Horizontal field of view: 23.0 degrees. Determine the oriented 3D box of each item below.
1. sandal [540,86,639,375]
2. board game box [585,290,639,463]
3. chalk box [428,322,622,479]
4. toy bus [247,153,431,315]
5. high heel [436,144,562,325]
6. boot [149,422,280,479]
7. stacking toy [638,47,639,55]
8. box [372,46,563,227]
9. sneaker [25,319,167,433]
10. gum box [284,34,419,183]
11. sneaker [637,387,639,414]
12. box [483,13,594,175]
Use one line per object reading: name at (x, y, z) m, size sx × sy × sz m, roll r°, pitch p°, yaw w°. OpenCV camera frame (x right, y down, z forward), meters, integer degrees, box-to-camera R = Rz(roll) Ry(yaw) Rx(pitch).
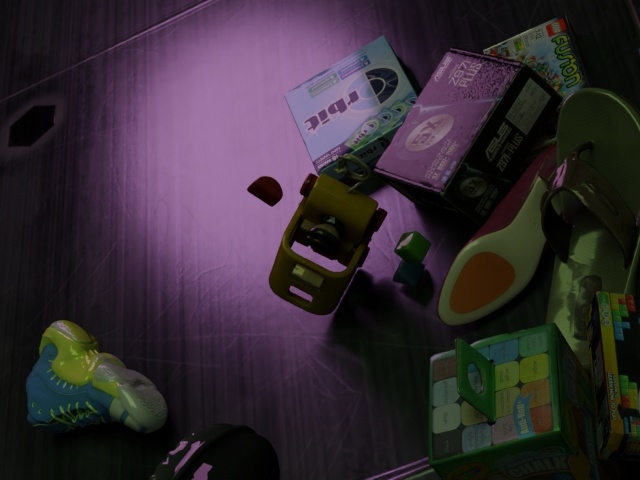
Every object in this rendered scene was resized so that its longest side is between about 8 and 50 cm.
sandal at (0.276, -0.016, 1.599) m, size 0.120 × 0.086 × 0.303 m, roll -7°, pitch 71°, yaw 40°
board game box at (0.327, 0.132, 1.470) m, size 0.141 × 0.048 × 0.170 m, roll 6°, pitch 47°, yaw -3°
chalk box at (0.183, 0.171, 1.458) m, size 0.132 × 0.213 × 0.132 m, roll -17°, pitch 44°, yaw 22°
toy bus at (0.003, 0.007, 1.762) m, size 0.191 × 0.202 × 0.104 m, roll 1°, pitch 53°, yaw 42°
high heel at (0.209, -0.007, 1.744) m, size 0.244 × 0.082 × 0.117 m, roll -56°, pitch 4°, yaw 1°
boot at (0.035, 0.318, 1.399) m, size 0.445 × 0.146 × 0.367 m, roll 8°, pitch 25°, yaw 23°
stacking toy at (0.417, -0.066, 1.596) m, size 0.165 × 0.175 × 0.302 m, roll -9°, pitch 61°, yaw 22°
box at (0.168, -0.122, 1.812) m, size 0.180 × 0.077 × 0.147 m, roll -57°, pitch 33°, yaw -5°
sneaker at (-0.276, 0.196, 1.880) m, size 0.240 × 0.091 × 0.126 m, roll 35°, pitch 94°, yaw 48°
gum box at (0.047, -0.165, 2.013) m, size 0.157 × 0.041 × 0.184 m, roll -30°, pitch 41°, yaw 8°
sneaker at (0.393, 0.054, 1.407) m, size 0.295 × 0.147 × 0.104 m, roll -34°, pitch 55°, yaw -27°
box at (0.267, -0.176, 1.870) m, size 0.114 × 0.036 × 0.207 m, roll -24°, pitch 41°, yaw 15°
